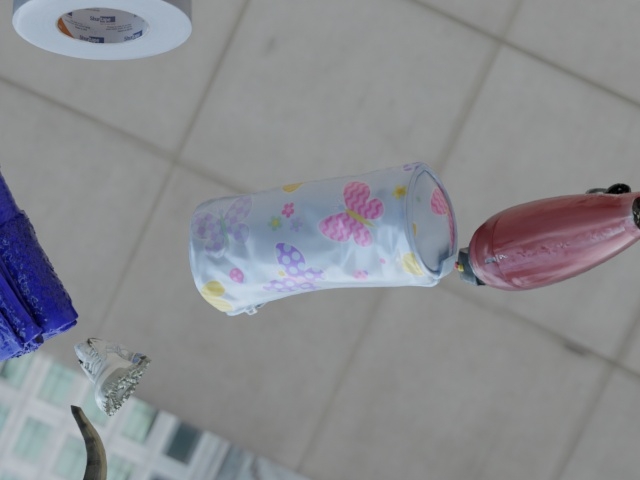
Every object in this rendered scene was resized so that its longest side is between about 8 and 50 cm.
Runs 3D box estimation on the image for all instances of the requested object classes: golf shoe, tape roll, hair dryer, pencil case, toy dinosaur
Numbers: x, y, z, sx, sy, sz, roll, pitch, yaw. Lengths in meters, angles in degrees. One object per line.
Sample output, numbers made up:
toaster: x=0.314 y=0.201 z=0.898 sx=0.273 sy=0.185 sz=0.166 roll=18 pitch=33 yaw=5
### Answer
golf shoe: x=-0.251 y=0.150 z=2.079 sx=0.086 sy=0.069 sz=0.176 roll=32 pitch=-179 yaw=-1
tape roll: x=-0.265 y=-0.293 z=2.217 sx=0.219 sy=0.072 sz=0.219 roll=-1 pitch=163 yaw=0
hair dryer: x=0.239 y=-0.024 z=1.693 sx=0.080 sy=0.223 sz=0.293 roll=63 pitch=176 yaw=-7
pencil case: x=0.000 y=0.000 z=1.826 sx=0.273 sy=0.124 sz=0.113 roll=-10 pitch=171 yaw=28
toy dinosaur: x=-0.233 y=0.318 z=1.940 sx=0.118 sy=0.268 sz=0.064 roll=19 pitch=159 yaw=-31

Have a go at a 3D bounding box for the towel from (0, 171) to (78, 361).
towel: x=-0.369 y=-0.022 z=1.574 sx=0.308 sy=0.228 sz=0.076 roll=63 pitch=-149 yaw=-11
